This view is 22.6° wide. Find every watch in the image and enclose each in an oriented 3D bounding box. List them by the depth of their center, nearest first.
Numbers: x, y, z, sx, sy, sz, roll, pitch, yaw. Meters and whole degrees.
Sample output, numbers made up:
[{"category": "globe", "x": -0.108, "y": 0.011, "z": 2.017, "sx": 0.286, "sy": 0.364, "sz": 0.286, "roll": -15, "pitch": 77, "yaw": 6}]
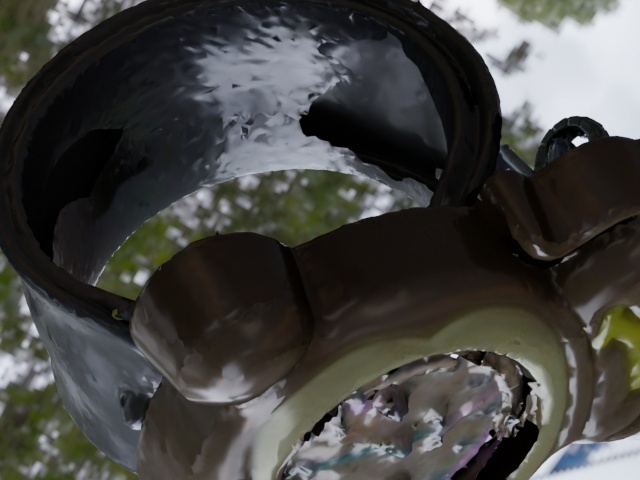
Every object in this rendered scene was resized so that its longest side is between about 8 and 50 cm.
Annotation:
[{"category": "watch", "x": 0.000, "y": 0.000, "z": 0.909, "sx": 0.335, "sy": 0.314, "sz": 0.327, "roll": -22, "pitch": -130, "yaw": -10}]

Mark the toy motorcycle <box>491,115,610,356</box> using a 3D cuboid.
[{"category": "toy motorcycle", "x": 0.151, "y": 0.018, "z": 1.060, "sx": 0.076, "sy": 0.114, "sz": 0.205, "roll": 19, "pitch": -118, "yaw": -36}]
